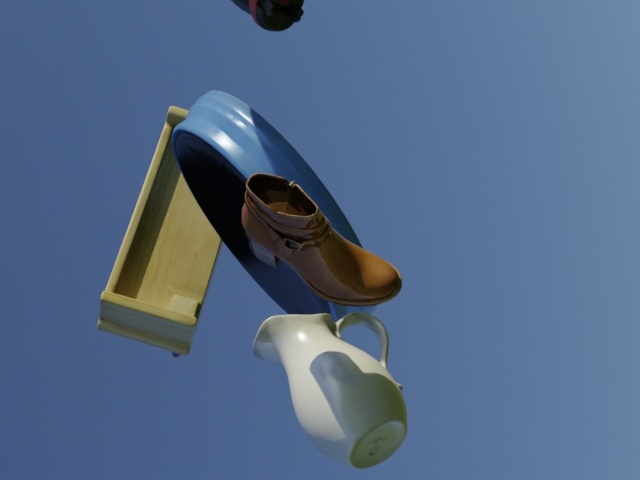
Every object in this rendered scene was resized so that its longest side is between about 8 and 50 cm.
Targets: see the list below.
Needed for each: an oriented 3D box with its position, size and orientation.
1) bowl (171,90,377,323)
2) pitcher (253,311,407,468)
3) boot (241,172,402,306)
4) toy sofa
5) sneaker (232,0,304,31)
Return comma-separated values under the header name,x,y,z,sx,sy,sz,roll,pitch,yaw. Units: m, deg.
name,x,y,z,sx,sy,sz,roll,pitch,yaw
bowl,-0.073,-0.030,1.809,0.077,0.391,0.391,-38,-58,-16
pitcher,0.039,0.172,1.581,0.177,0.207,0.125,-16,-44,-26
boot,0.000,0.000,1.430,0.152,0.197,0.073,91,-161,-63
toy sofa,-0.226,-0.009,2.006,0.177,0.150,0.362,116,171,-65
sneaker,-0.056,-0.423,1.699,0.097,0.135,0.276,6,-72,-52
